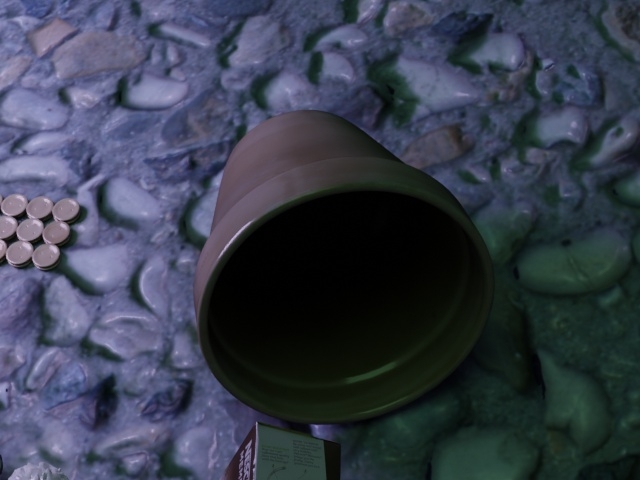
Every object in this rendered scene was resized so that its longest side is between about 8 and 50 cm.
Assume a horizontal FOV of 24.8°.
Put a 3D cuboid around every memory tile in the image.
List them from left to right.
[{"bbox_3d":[-0.392,-0.013,1.888,0.148,0.012,0.113,6,55,14],"label":"memory tile"}]

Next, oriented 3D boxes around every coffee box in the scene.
[{"bbox_3d":[-0.049,0.328,1.463,0.098,0.141,0.246,16,48,-16],"label":"coffee box"}]

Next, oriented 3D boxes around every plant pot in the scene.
[{"bbox_3d":[0.000,0.000,1.653,0.323,0.323,0.280,-18,36,-3],"label":"plant pot"}]

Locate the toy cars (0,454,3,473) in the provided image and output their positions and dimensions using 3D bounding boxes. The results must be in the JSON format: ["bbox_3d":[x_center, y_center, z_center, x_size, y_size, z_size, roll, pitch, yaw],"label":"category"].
[{"bbox_3d":[-0.469,0.360,1.558,0.176,0.087,0.393,22,64,30],"label":"toy cars"}]

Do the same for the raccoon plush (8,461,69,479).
[{"bbox_3d":[-0.269,0.371,1.374,0.216,0.299,0.446,-28,60,-15],"label":"raccoon plush"}]
